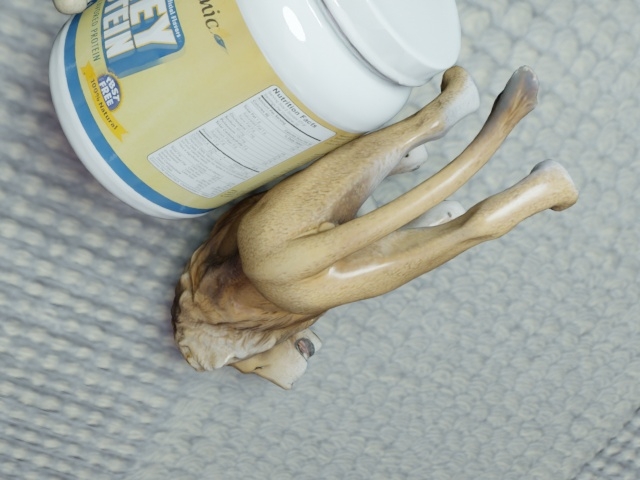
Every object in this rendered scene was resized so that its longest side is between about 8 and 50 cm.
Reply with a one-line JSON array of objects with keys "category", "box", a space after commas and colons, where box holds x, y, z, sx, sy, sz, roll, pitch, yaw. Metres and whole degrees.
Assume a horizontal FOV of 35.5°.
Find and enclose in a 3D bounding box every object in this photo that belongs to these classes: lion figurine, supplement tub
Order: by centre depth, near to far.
[{"category": "supplement tub", "box": [-0.037, -0.109, 0.563, 0.200, 0.144, 0.144, -24, 127, 31]}, {"category": "lion figurine", "box": [0.000, 0.000, 0.672, 0.240, 0.392, 0.142, -27, 80, -9]}]

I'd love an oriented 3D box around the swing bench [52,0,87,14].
[{"category": "swing bench", "box": [-0.271, -0.245, 0.535, 0.253, 0.165, 0.254, -9, 119, -3]}]
